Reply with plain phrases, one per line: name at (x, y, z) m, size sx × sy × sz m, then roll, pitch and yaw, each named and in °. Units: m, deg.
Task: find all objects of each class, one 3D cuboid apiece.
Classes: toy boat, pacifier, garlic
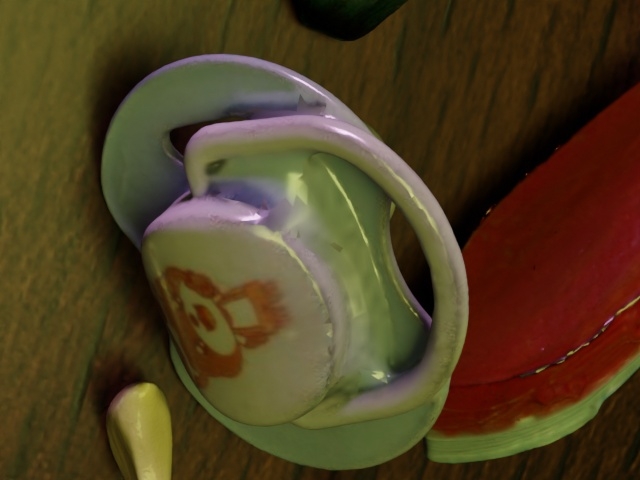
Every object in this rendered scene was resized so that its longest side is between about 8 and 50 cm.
toy boat at (0.188, 0.028, 0.930) m, size 0.332 × 0.145 × 0.133 m, roll -43°, pitch 144°, yaw -11°
pacifier at (0.000, 0.000, 0.823) m, size 0.207 × 0.227 × 0.279 m, roll -51°, pitch 128°, yaw -54°
garlic at (-0.111, 0.126, 0.844) m, size 0.041 × 0.053 × 0.083 m, roll -11°, pitch 98°, yaw -22°

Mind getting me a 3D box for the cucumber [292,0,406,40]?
cucumber at (0.070, -0.231, 0.847) m, size 0.115 × 0.063 × 0.244 m, roll 31°, pitch 89°, yaw -28°
